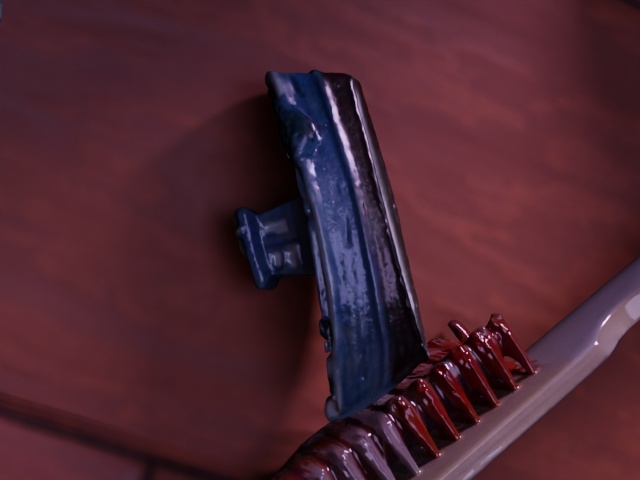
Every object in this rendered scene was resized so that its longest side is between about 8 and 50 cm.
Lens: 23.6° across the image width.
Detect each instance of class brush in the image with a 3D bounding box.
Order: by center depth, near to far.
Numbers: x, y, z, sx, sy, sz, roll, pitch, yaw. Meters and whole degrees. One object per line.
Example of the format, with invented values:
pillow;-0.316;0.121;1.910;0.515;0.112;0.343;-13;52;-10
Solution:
brush;0.097;0.033;0.638;0.321;0.060;0.050;-36;94;-20

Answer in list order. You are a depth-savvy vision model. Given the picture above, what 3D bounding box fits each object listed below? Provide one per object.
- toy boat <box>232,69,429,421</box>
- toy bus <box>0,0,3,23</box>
toy boat;0.000;0.000;0.593;0.061;0.060;0.137;-16;88;9
toy bus;-0.219;-0.136;0.478;0.109;0.091;0.261;-47;109;-29
